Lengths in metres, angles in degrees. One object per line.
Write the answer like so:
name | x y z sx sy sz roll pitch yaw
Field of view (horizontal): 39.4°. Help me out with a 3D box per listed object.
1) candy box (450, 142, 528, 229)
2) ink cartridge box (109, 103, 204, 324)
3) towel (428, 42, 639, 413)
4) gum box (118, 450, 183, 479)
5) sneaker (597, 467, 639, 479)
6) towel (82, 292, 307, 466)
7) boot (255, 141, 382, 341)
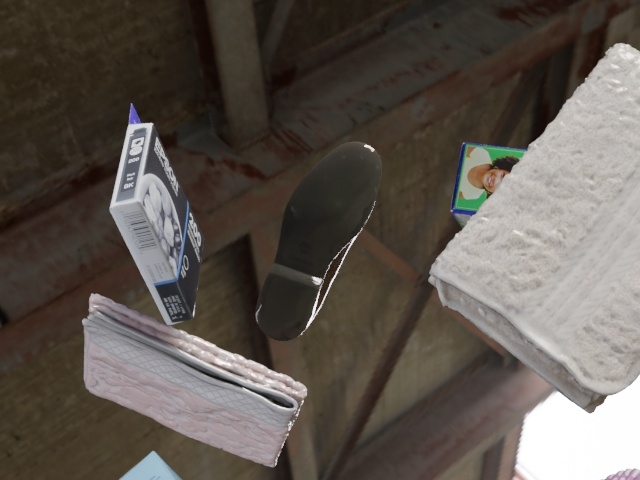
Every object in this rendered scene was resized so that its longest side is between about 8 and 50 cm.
candy box | 0.385 -0.049 1.397 0.268 0.317 0.122 32 -114 -70
ink cartridge box | -0.199 -0.038 1.129 0.045 0.208 0.206 -11 -47 6
towel | 0.240 -0.015 0.743 0.282 0.187 0.049 -51 -12 -6
gum box | -0.059 0.255 0.640 0.041 0.184 0.157 -40 -48 -12
sneaker | 0.424 0.419 1.336 0.095 0.104 0.236 -22 -17 -36
towel | -0.196 0.222 1.317 0.317 0.332 0.053 111 -177 -60
boot | 0.000 0.000 1.303 0.305 0.112 0.115 -64 -12 1
